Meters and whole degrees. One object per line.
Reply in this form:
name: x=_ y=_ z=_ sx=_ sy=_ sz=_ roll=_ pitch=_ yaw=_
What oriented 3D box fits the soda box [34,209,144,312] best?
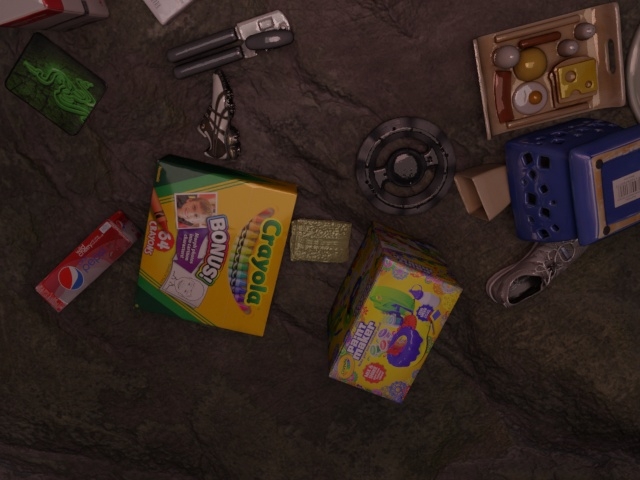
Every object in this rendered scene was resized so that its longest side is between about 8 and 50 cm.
soda box: x=-0.548 y=0.048 z=1.339 sx=0.263 sy=0.092 sz=0.083 roll=-40 pitch=104 yaw=11

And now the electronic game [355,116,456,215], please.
electronic game: x=0.195 y=-0.168 z=1.294 sx=0.229 sy=0.048 sz=0.229 roll=1 pitch=108 yaw=2

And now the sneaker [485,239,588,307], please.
sneaker: x=0.531 y=0.070 z=1.334 sx=0.281 sy=0.115 sz=0.105 roll=-43 pitch=103 yaw=12

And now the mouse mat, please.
mouse mat: x=-0.592 y=-0.347 z=1.261 sx=0.189 sy=0.007 sz=0.153 roll=37 pitch=104 yaw=-12

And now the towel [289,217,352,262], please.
towel: x=0.000 y=0.000 z=1.351 sx=0.148 sy=0.027 sz=0.110 roll=2 pitch=106 yaw=-9

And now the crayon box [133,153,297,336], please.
crayon box: x=-0.245 y=0.015 z=1.321 sx=0.313 sy=0.106 sz=0.363 roll=13 pitch=107 yaw=-4

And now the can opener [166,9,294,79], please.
can opener: x=-0.195 y=-0.416 z=1.200 sx=0.280 sy=0.093 sz=0.074 roll=-15 pitch=108 yaw=9

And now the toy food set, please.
toy food set: x=0.490 y=-0.359 z=1.211 sx=0.306 sy=0.092 sz=0.220 roll=-13 pitch=107 yaw=5

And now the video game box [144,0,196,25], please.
video game box: x=-0.318 y=-0.589 z=1.163 sx=0.187 sy=0.048 sz=0.205 roll=-34 pitch=105 yaw=12

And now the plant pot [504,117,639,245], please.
plant pot: x=0.558 y=-0.123 z=1.188 sx=0.235 sy=0.212 sz=0.236 roll=-20 pitch=107 yaw=-18

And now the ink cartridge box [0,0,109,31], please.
ink cartridge box: x=-0.537 y=-0.514 z=1.071 sx=0.114 sy=0.273 sz=0.197 roll=-15 pitch=107 yaw=8

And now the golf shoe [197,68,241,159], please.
golf shoe: x=-0.232 y=-0.275 z=1.247 sx=0.093 sy=0.077 sz=0.198 roll=-5 pitch=106 yaw=2

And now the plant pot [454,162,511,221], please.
plant pot: x=0.381 y=-0.121 z=1.285 sx=0.096 sy=0.109 sz=0.109 roll=-29 pitch=106 yaw=-4

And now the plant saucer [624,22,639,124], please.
plant saucer: x=0.872 y=-0.380 z=1.202 sx=0.400 sy=0.100 sz=0.401 roll=0 pitch=107 yaw=0

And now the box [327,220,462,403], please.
box: x=0.148 y=0.149 z=1.274 sx=0.177 sy=0.279 sz=0.290 roll=22 pitch=107 yaw=-7
